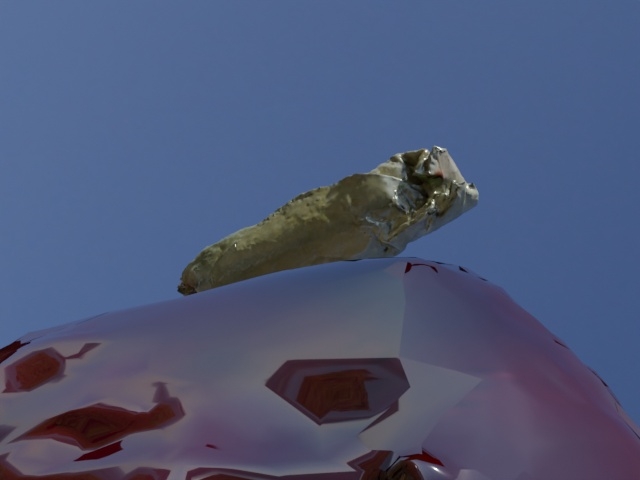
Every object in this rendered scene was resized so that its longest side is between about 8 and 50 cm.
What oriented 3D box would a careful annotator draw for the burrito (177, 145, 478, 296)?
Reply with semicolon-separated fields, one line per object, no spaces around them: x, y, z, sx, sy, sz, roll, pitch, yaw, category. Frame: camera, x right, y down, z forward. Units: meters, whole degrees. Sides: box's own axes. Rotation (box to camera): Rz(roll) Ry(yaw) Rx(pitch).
0.000;0.000;1.027;0.188;0.045;0.058;-27;-95;7;burrito

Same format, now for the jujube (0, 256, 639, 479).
-0.051;0.152;0.374;0.258;0.376;0.258;26;-40;24;jujube
